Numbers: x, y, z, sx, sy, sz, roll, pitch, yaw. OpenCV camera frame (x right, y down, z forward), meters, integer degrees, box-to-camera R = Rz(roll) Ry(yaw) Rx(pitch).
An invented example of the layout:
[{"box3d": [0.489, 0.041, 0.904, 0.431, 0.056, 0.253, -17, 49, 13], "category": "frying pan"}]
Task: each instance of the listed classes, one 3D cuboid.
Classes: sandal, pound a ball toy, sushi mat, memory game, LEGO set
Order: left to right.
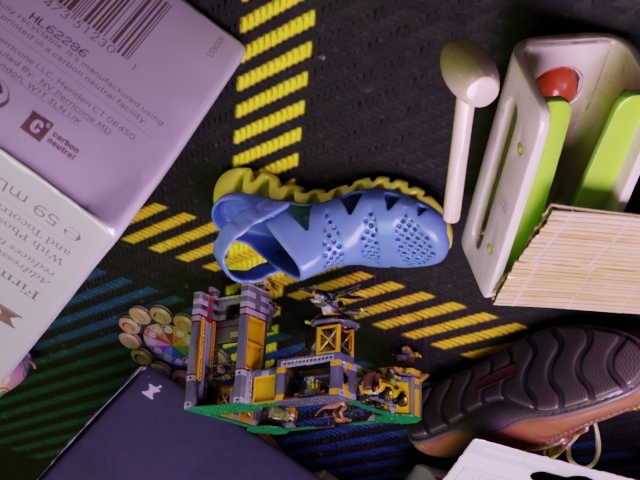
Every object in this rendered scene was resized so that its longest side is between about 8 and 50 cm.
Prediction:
[{"box3d": [-0.227, 0.164, 1.677, 0.186, 0.012, 0.186, 14, 138, 14], "category": "memory game"}, {"box3d": [-0.023, 0.142, 1.473, 0.331, 0.192, 0.255, -15, 154, 41], "category": "LEGO set"}, {"box3d": [0.000, 0.000, 1.306, 0.317, 0.138, 0.126, 2, 131, 23], "category": "sandal"}, {"box3d": [0.195, -0.088, 1.093, 0.208, 0.135, 0.319, -6, 139, -10], "category": "pound a ball toy"}, {"box3d": [0.343, 0.028, 1.139, 0.316, 0.019, 0.151, 5, 140, -19], "category": "sushi mat"}]

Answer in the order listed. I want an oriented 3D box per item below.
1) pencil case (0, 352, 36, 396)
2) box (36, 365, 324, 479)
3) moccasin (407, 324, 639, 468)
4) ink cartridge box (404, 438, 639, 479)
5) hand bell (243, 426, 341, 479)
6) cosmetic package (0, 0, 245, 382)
[{"box3d": [-0.575, 0.133, 1.747, 0.124, 0.124, 0.284, -5, 131, 31], "category": "pencil case"}, {"box3d": [-0.170, 0.521, 1.664, 0.480, 0.297, 0.472, 31, 142, 14], "category": "box"}, {"box3d": [0.278, 0.212, 1.383, 0.147, 0.139, 0.380, 29, 138, -26], "category": "moccasin"}, {"box3d": [0.287, 0.353, 1.488, 0.308, 0.091, 0.385, 15, 143, -5], "category": "ink cartridge box"}, {"box3d": [-0.047, 0.364, 1.744, 0.242, 0.126, 0.126, 40, 138, 3], "category": "hand bell"}, {"box3d": [-0.353, -0.113, 1.224, 0.329, 0.327, 0.394, 35, 139, -10], "category": "cosmetic package"}]
